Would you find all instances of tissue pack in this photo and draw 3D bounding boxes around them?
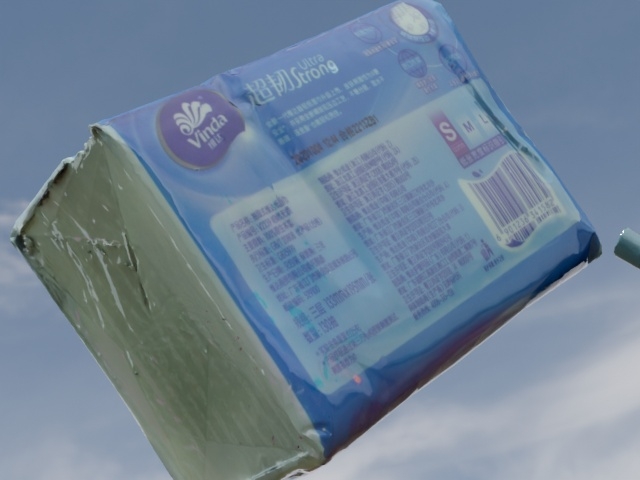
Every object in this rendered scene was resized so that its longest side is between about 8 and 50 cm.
[{"bbox_3d":[0.000,0.000,0.787,0.263,0.198,0.146,-30,-6,-41],"label":"tissue pack"}]

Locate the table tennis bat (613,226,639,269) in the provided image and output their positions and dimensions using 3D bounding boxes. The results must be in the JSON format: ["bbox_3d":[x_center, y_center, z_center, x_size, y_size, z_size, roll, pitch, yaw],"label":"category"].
[{"bbox_3d":[0.254,0.038,0.886,0.019,0.155,0.100,-39,-30,-38],"label":"table tennis bat"}]
